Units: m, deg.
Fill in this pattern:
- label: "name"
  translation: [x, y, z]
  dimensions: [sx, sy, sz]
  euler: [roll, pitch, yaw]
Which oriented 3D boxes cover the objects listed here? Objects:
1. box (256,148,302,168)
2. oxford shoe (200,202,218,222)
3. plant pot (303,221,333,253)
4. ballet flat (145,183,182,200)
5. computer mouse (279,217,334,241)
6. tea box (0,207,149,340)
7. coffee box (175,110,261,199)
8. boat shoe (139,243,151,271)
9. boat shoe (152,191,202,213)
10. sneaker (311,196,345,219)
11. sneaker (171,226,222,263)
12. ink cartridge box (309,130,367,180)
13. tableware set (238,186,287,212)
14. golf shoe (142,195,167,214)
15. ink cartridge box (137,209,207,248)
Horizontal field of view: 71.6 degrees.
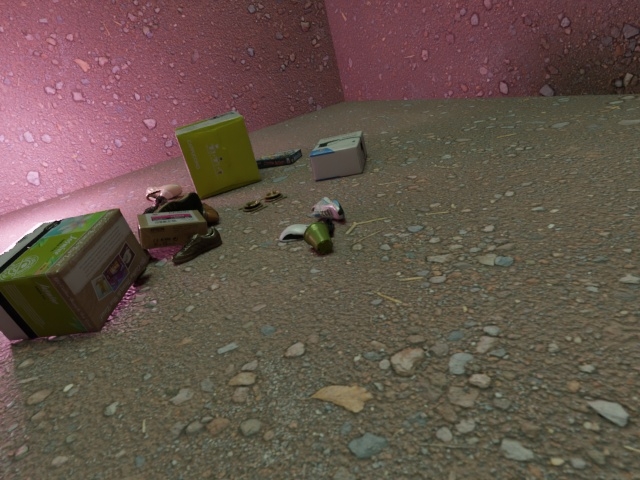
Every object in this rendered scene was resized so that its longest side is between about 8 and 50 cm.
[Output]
- label: "box"
  translation: [-0.240, -0.464, 2.524]
  dimensions: [0.233, 0.044, 0.159]
  euler: [-4, 26, 24]
- label: "oxford shoe"
  translation: [-0.470, -0.109, 1.867]
  dimensions: [0.076, 0.076, 0.212]
  euler: [10, 13, -22]
- label: "plant pot"
  translation: [0.000, 0.000, 1.327]
  dimensions: [0.083, 0.083, 0.079]
  euler: [-19, 37, -10]
- label: "ballet flat"
  translation: [-0.845, -0.247, 2.374]
  dimensions: [0.248, 0.086, 0.086]
  euler: [-2, 27, 30]
- label: "computer mouse"
  translation: [-0.049, -0.035, 1.462]
  dimensions: [0.193, 0.042, 0.106]
  euler: [-10, 25, 11]
- label: "tea box"
  translation: [-0.758, 0.095, 1.322]
  dimensions: [0.323, 0.220, 0.329]
  euler: [-8, 33, 13]
- label: "coffee box"
  translation: [-0.535, -0.450, 2.298]
  dimensions: [0.338, 0.338, 0.334]
  euler: [-19, 24, -11]
- label: "boat shoe"
  translation: [-0.649, 0.068, 1.546]
  dimensions: [0.068, 0.072, 0.190]
  euler: [-16, 24, -3]
- label: "boat shoe"
  translation: [-0.630, -0.112, 1.901]
  dimensions: [0.119, 0.123, 0.324]
  euler: [-12, 15, 20]
- label: "sneaker"
  translation: [0.022, -0.099, 1.547]
  dimensions: [0.083, 0.071, 0.190]
  euler: [-28, 18, -13]
- label: "sneaker"
  translation: [-0.440, 0.012, 1.548]
  dimensions: [0.188, 0.071, 0.066]
  euler: [-29, 27, -30]
- label: "ink cartridge box"
  translation: [0.090, -0.404, 2.091]
  dimensions: [0.223, 0.129, 0.307]
  euler: [-9, 24, 15]
- label: "tableware set"
  translation: [-0.251, -0.178, 1.902]
  dimensions: [0.194, 0.039, 0.128]
  euler: [-30, 28, -31]
- label: "golf shoe"
  translation: [-0.787, -0.129, 2.096]
  dimensions: [0.086, 0.067, 0.186]
  euler: [-50, 11, 41]
- label: "ink cartridge box"
  translation: [-0.556, -0.046, 1.659]
  dimensions: [0.234, 0.088, 0.193]
  euler: [-8, 21, -24]
